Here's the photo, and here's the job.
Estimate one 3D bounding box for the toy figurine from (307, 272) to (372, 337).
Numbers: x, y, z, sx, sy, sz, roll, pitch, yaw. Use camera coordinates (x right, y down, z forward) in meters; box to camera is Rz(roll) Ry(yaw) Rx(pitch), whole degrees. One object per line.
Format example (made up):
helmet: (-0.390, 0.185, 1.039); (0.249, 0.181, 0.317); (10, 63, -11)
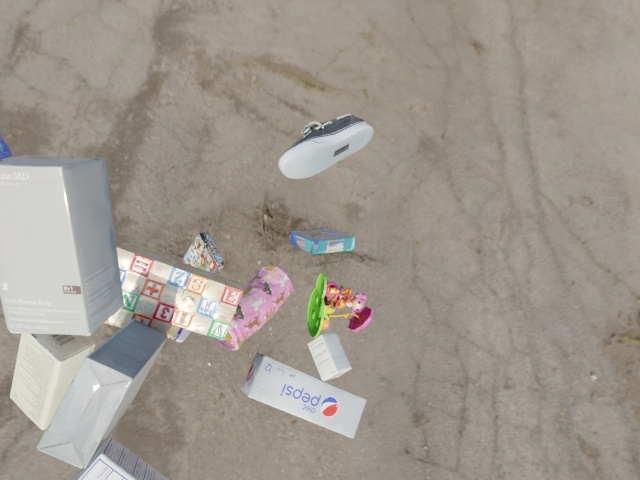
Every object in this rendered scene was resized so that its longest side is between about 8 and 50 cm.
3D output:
toy figurine: (0.063, 0.175, 1.086); (0.159, 0.130, 0.173); (7, 104, -17)

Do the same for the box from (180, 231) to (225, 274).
box: (-0.482, 0.095, 1.670); (0.044, 0.233, 0.159); (-14, 66, -46)

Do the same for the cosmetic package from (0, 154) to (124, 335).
cosmetic package: (-0.369, 0.003, 0.579); (0.127, 0.107, 0.238); (1, 110, 5)

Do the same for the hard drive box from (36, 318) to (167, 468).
hard drive box: (-0.405, 0.279, 0.800); (0.089, 0.232, 0.181); (29, 91, -7)

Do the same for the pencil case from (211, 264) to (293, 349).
pencil case: (-0.277, 0.260, 1.647); (0.386, 0.167, 0.160); (-45, 126, -43)

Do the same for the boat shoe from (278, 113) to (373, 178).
boat shoe: (0.001, -0.265, 1.098); (0.306, 0.113, 0.105); (-32, 65, -24)

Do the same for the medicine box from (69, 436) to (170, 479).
medicine box: (-0.508, 0.690, 1.002); (0.289, 0.149, 0.263); (42, 71, -8)

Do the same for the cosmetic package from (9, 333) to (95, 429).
cosmetic package: (-0.782, 0.379, 1.199); (0.160, 0.310, 0.113); (37, 28, 11)

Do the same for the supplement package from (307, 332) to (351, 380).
supplement package: (0.040, 0.518, 1.850); (0.105, 0.105, 0.179); (6, 51, -47)

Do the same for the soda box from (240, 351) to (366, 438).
soda box: (-0.039, 0.370, 0.989); (0.286, 0.091, 0.098); (28, 73, -16)

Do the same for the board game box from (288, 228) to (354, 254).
board game box: (0.000, 0.000, 1.455); (0.160, 0.210, 0.047); (-5, 102, -25)

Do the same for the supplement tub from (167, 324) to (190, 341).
supplement tub: (-0.699, 0.273, 1.785); (0.331, 0.241, 0.241); (27, 65, -18)

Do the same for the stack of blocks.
stack of blocks: (-0.352, 0.139, 0.973); (0.297, 0.087, 0.171); (21, 92, -15)

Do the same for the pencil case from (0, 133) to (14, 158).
pencil case: (-0.722, -0.165, 0.890); (0.133, 0.119, 0.306); (-29, 83, -47)
